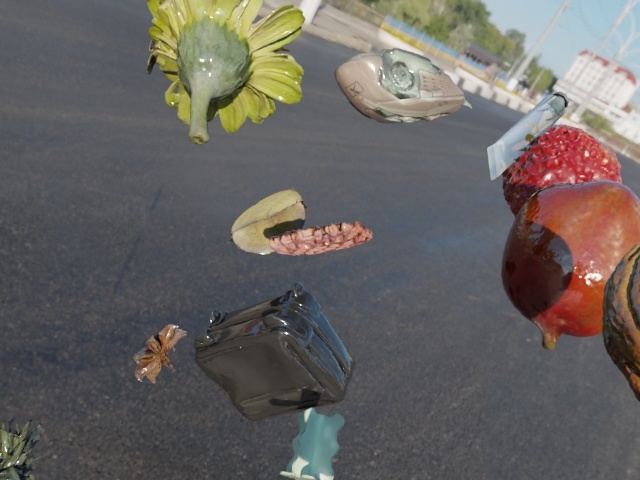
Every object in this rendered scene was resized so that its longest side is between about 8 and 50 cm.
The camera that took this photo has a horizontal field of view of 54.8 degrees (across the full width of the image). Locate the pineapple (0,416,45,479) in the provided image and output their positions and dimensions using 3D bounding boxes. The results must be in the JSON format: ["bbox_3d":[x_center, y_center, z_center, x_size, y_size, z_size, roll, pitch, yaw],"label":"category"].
[{"bbox_3d":[-0.799,0.618,1.555,0.165,0.165,0.364,16,54,-32],"label":"pineapple"}]

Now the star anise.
[{"bbox_3d":[-0.327,0.221,1.231,0.042,0.141,0.141,28,19,17],"label":"star anise"}]

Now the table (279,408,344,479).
[{"bbox_3d":[-0.015,0.597,1.799,0.166,0.166,0.198,23,63,-17],"label":"table"}]

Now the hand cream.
[{"bbox_3d":[0.462,-0.243,1.381,0.271,0.091,0.058,-40,47,-21],"label":"hand cream"}]

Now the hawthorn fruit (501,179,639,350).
[{"bbox_3d":[0.478,0.031,1.156,0.311,0.295,0.295,-25,51,-27],"label":"hawthorn fruit"}]

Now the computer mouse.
[{"bbox_3d":[0.198,-0.321,1.408,0.389,0.115,0.199,10,-11,-32],"label":"computer mouse"}]

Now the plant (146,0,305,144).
[{"bbox_3d":[-0.193,-0.280,0.996,0.261,0.297,0.306,16,-24,36],"label":"plant"}]

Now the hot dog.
[{"bbox_3d":[0.377,0.101,0.613,0.196,0.122,0.272,38,34,-13],"label":"hot dog"}]

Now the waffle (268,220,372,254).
[{"bbox_3d":[0.000,0.000,1.449,0.234,0.221,0.055,13,66,-63],"label":"waffle"}]

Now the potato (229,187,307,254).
[{"bbox_3d":[-0.130,-0.049,1.760,0.138,0.243,0.098,54,19,-38],"label":"potato"}]

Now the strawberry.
[{"bbox_3d":[0.604,-0.141,1.536,0.292,0.292,0.310,29,18,-1],"label":"strawberry"}]

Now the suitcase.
[{"bbox_3d":[-0.114,0.310,1.605,0.339,0.345,0.188,55,31,-24],"label":"suitcase"}]
